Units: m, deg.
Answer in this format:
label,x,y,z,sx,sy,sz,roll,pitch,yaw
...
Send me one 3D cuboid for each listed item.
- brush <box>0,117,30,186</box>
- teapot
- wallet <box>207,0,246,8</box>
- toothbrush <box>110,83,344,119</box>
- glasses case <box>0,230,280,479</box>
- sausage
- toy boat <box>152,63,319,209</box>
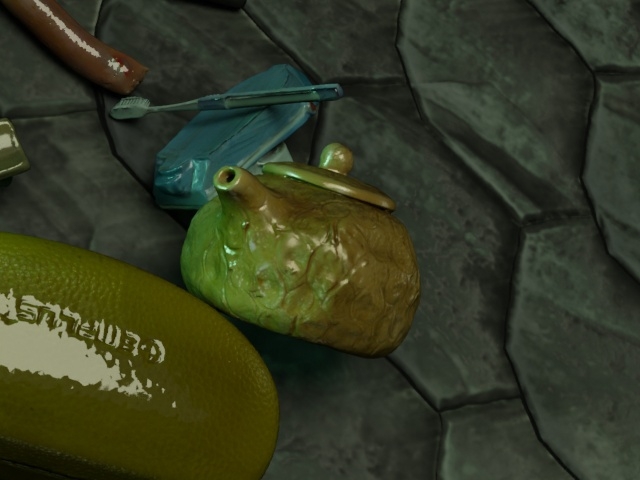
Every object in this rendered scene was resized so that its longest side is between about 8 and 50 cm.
label,x,y,z,sx,sy,sz,roll,pitch,yaw
brush,-0.375,-0.035,1.382,0.282,0.048,0.054,-20,73,-26
teapot,0.000,0.000,1.446,0.311,0.203,0.167,20,88,-57
wallet,-0.185,-0.296,1.624,0.244,0.025,0.124,10,62,-23
toothbrush,-0.085,-0.124,1.508,0.219,0.016,0.019,-3,37,19
glasses case,-0.208,0.097,1.339,0.371,0.141,0.173,18,58,-19
sausage,-0.235,-0.195,1.536,0.177,0.040,0.047,42,48,-3
toy boat,-0.065,-0.078,1.552,0.215,0.088,0.102,-48,127,-37
